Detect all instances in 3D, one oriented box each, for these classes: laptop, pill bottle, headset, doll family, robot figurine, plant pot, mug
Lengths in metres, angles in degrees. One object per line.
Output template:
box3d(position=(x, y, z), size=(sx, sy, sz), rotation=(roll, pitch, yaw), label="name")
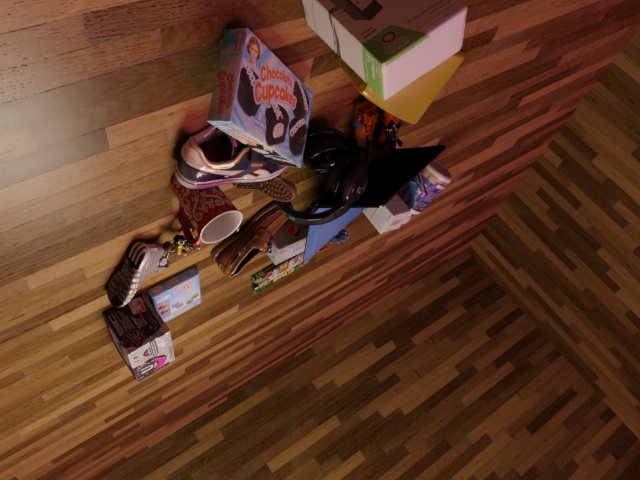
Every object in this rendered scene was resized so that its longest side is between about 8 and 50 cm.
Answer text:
box3d(position=(0.161, -0.108, 1.739), size=(0.382, 0.408, 0.236), rotation=(-42, 121, -38), label="laptop")
box3d(position=(0.382, -0.201, 2.188), size=(0.264, 0.153, 0.153), rotation=(-50, 157, 27), label="pill bottle")
box3d(position=(0.049, -0.198, 1.508), size=(0.394, 0.243, 0.185), rotation=(-36, 160, -1), label="headset")
box3d(position=(-0.345, -0.029, 1.447), size=(0.192, 0.076, 0.111), rotation=(-65, 159, 2), label="doll family")
box3d(position=(0.171, -0.334, 1.653), size=(0.211, 0.085, 0.291), rotation=(-31, 158, -13), label="robot figurine")
box3d(position=(0.168, -0.431, 1.300), size=(0.187, 0.212, 0.212), rotation=(-2, 141, -39), label="plant pot")
box3d(position=(-0.292, -0.081, 1.304), size=(0.150, 0.169, 0.113), rotation=(-38, 160, 0), label="mug")

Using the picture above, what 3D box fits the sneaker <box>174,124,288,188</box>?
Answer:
box3d(position=(-0.177, -0.211, 1.284), size=(0.321, 0.126, 0.127), rotation=(-21, 158, -35), label="sneaker")

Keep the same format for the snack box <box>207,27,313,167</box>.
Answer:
box3d(position=(-0.115, -0.288, 1.169), size=(0.322, 0.060, 0.186), rotation=(20, 78, -66), label="snack box")

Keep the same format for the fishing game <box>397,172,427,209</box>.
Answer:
box3d(position=(0.296, -0.176, 2.077), size=(0.041, 0.189, 0.264), rotation=(4, 155, -33), label="fishing game")

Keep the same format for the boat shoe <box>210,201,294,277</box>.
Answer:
box3d(position=(-0.194, -0.002, 1.724), size=(0.307, 0.104, 0.111), rotation=(-39, 159, 3), label="boat shoe")

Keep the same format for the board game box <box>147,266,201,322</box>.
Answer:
box3d(position=(-0.464, 0.181, 1.761), size=(0.160, 0.039, 0.211), rotation=(-29, 158, -24), label="board game box")

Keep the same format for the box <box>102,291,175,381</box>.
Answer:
box3d(position=(-0.556, 0.305, 1.692), size=(0.142, 0.163, 0.247), rotation=(-30, 158, -25), label="box")

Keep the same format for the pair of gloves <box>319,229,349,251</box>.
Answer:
box3d(position=(0.000, 0.000, 2.015), size=(0.198, 0.159, 0.023), rotation=(-28, 117, -32), label="pair of gloves")

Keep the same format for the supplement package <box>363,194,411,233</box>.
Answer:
box3d(position=(0.228, -0.131, 2.038), size=(0.105, 0.179, 0.105), rotation=(-16, 151, -38), label="supplement package")

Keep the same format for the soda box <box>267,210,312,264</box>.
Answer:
box3d(position=(-0.061, -0.026, 1.913), size=(0.286, 0.091, 0.098), rotation=(-26, 155, -29), label="soda box")

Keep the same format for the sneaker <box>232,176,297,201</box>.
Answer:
box3d(position=(-0.132, -0.159, 1.417), size=(0.086, 0.192, 0.064), rotation=(-45, 142, -48), label="sneaker")

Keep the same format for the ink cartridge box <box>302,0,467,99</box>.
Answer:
box3d(position=(0.118, -0.441, 1.076), size=(0.198, 0.272, 0.114), rotation=(-36, 157, -7), label="ink cartridge box")

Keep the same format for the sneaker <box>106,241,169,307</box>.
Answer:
box3d(position=(-0.480, 0.093, 1.488), size=(0.132, 0.086, 0.228), rotation=(-11, 146, -55), label="sneaker")

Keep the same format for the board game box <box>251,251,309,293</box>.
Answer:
box3d(position=(-0.154, 0.111, 2.142), size=(0.260, 0.030, 0.136), rotation=(-31, 161, -18), label="board game box")

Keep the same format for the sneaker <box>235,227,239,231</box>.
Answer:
box3d(position=(-0.261, -0.036, 1.639), size=(0.032, 0.037, 0.083), rotation=(-41, 161, 4), label="sneaker")
